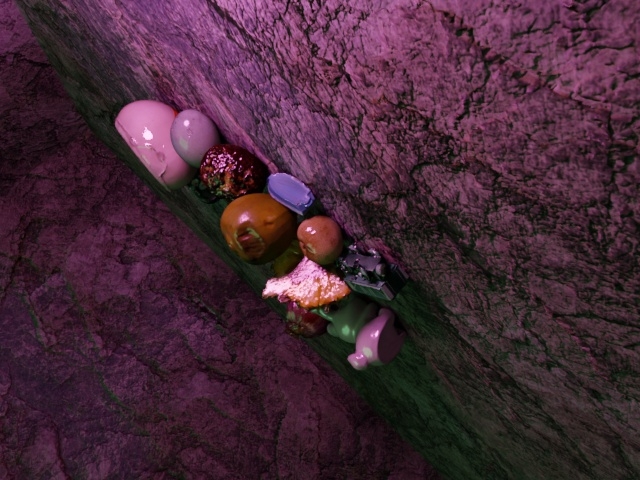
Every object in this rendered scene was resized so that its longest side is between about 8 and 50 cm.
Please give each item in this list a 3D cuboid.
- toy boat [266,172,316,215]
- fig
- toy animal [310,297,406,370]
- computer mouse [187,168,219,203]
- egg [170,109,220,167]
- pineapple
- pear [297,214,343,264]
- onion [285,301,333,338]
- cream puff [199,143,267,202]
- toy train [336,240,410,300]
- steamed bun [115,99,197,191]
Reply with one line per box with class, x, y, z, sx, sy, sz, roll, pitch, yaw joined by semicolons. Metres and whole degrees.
toy boat;-0.098;-0.145;1.621;0.215;0.088;0.102;34;163;28
fig;-0.193;-0.054;1.665;0.239;0.271;0.239;38;152;25
toy animal;0.132;0.349;1.933;0.367;0.241;0.196;24;150;48
computer mouse;-0.535;-0.271;2.249;0.233;0.137;0.096;46;-178;-8
egg;-0.446;-0.363;1.782;0.169;0.169;0.237;36;161;28
pineapple;-0.066;0.141;1.795;0.344;0.286;0.209;58;-178;23
pear;0.000;0.000;1.622;0.167;0.136;0.167;55;163;26
onion;-0.048;0.339;2.367;0.230;0.273;0.256;16;164;5
cream puff;-0.306;-0.223;1.725;0.238;0.165;0.239;18;160;7
toy train;0.153;0.092;1.553;0.154;0.115;0.269;43;164;-22
steamed bun;-0.621;-0.394;1.975;0.374;0.241;0.374;48;170;12
